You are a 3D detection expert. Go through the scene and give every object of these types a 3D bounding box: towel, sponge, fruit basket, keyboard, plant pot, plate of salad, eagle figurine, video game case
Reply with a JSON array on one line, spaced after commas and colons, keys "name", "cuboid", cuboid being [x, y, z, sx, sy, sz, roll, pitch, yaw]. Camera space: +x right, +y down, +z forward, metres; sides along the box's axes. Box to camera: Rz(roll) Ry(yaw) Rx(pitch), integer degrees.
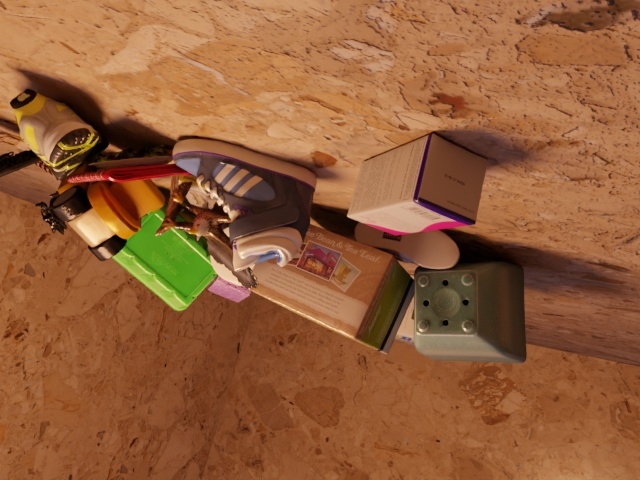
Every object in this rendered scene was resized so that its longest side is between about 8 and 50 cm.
[{"name": "towel", "cuboid": [-0.437, -0.150, 1.261, 0.199, 0.031, 0.275, -11, -170, -40]}, {"name": "sponge", "cuboid": [-0.303, 0.161, 1.840, 0.117, 0.031, 0.210, 26, 161, -12]}, {"name": "fruit basket", "cuboid": [-0.503, 0.020, 1.820, 0.392, 0.283, 0.392, 39, 168, 10]}, {"name": "keyboard", "cuboid": [-0.842, -0.190, 1.433, 0.202, 0.033, 0.317, 1, -153, 31]}, {"name": "plant pot", "cuboid": [0.342, 0.165, 1.335, 0.247, 0.247, 0.252, -5, 166, 30]}, {"name": "plate of salad", "cuboid": [-0.421, -0.190, 1.252, 0.200, 0.048, 0.200, -5, -171, 1]}, {"name": "eagle figurine", "cuboid": [-0.238, -0.031, 1.323, 0.299, 0.225, 0.226, 16, 136, 8]}, {"name": "video game case", "cuboid": [-0.259, -0.109, 1.543, 0.249, 0.035, 0.275, 16, 169, -2]}]

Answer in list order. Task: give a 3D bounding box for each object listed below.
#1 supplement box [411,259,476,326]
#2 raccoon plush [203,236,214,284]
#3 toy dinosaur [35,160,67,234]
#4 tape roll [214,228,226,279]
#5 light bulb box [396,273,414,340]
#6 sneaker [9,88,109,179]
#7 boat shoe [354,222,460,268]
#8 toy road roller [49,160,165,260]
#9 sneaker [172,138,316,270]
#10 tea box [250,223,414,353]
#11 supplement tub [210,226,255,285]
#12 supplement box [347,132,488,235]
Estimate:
[{"name": "supplement box", "cuboid": [0.387, 0.159, 1.547, 0.194, 0.191, 0.129, 10, 168, 33]}, {"name": "raccoon plush", "cuboid": [-0.387, 0.041, 2.071, 0.447, 0.216, 0.299, 24, 158, -36]}, {"name": "toy dinosaur", "cuboid": [-0.775, -0.144, 1.739, 0.322, 0.218, 0.164, 27, 131, -17]}, {"name": "tape roll", "cuboid": [-0.291, 0.065, 1.961, 0.219, 0.219, 0.072, 14, 170, 10]}, {"name": "light bulb box", "cuboid": [0.234, 0.243, 2.085, 0.361, 0.225, 0.358, 14, 168, 7]}, {"name": "sneaker", "cuboid": [-0.565, -0.233, 1.203, 0.147, 0.145, 0.385, 50, 161, -13]}, {"name": "boat shoe", "cuboid": [0.213, 0.013, 1.337, 0.268, 0.096, 0.088, 11, 172, 30]}, {"name": "toy road roller", "cuboid": [-0.564, -0.121, 1.527, 0.202, 0.241, 0.329, 58, -179, -32]}, {"name": "sneaker", "cuboid": [-0.181, -0.062, 1.138, 0.323, 0.236, 0.130, 15, 169, 5]}, {"name": "tea box", "cuboid": [0.040, 0.118, 1.446, 0.329, 0.219, 0.323, 21, 171, 27]}, {"name": "supplement tub", "cuboid": [-0.209, 0.047, 1.728, 0.191, 0.191, 0.272, 13, 180, 16]}, {"name": "supplement box", "cuboid": [0.151, -0.082, 0.908, 0.111, 0.113, 0.220, 20, 167, -23]}]
